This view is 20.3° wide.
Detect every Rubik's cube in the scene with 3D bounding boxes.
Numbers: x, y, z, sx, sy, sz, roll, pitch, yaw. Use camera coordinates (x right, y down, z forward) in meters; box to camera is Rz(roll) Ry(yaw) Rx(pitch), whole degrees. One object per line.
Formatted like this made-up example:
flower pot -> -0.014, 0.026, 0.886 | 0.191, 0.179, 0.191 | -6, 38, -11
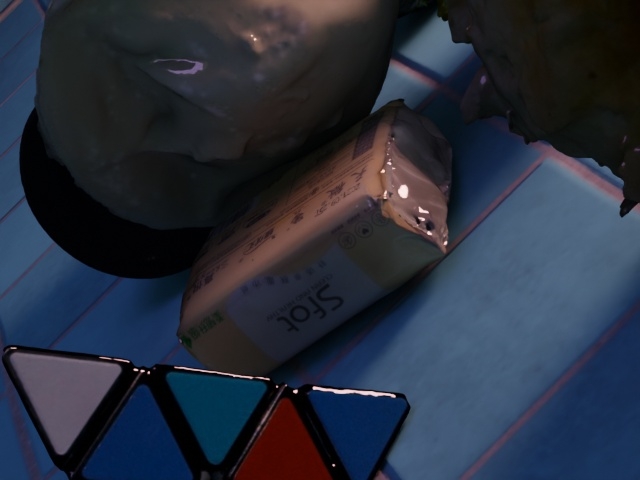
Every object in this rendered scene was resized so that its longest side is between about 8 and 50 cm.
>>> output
Rubik's cube -> -0.049, 0.219, 1.154 | 0.250, 0.284, 0.234 | -9, 50, 1

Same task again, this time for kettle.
kettle -> -0.130, -0.141, 1.711 | 0.268, 0.207, 0.290 | -61, 0, 31

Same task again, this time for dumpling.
dumpling -> -0.092, -0.158, 1.440 | 0.316, 0.395, 0.233 | -26, 50, -19

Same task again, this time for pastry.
pastry -> 0.223, -0.188, 1.067 | 0.329, 0.329, 0.136 | -47, 21, -6

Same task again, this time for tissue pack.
tissue pack -> 0.000, 0.000, 1.402 | 0.222, 0.090, 0.186 | -34, 22, 22

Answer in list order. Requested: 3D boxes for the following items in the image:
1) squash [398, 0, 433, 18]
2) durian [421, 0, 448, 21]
squash -> 0.045, -0.330, 1.690 | 0.252, 0.252, 0.165 | -48, 33, -7
durian -> 0.171, -0.301, 1.449 | 0.291, 0.224, 0.291 | -36, 19, 14
